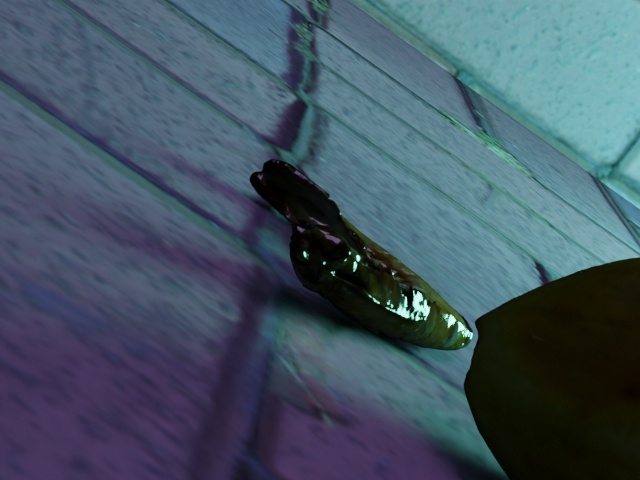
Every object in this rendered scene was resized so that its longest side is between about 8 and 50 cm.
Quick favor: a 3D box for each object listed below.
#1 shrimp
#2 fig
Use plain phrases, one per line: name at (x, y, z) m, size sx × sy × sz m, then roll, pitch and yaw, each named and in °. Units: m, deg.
shrimp at (0.002, -0.003, 0.795) m, size 0.148 × 0.035 × 0.195 m, roll 47°, pitch 10°, yaw 31°
fig at (0.147, 0.074, 0.685) m, size 0.165 × 0.144 × 0.154 m, roll 15°, pitch -21°, yaw -1°
